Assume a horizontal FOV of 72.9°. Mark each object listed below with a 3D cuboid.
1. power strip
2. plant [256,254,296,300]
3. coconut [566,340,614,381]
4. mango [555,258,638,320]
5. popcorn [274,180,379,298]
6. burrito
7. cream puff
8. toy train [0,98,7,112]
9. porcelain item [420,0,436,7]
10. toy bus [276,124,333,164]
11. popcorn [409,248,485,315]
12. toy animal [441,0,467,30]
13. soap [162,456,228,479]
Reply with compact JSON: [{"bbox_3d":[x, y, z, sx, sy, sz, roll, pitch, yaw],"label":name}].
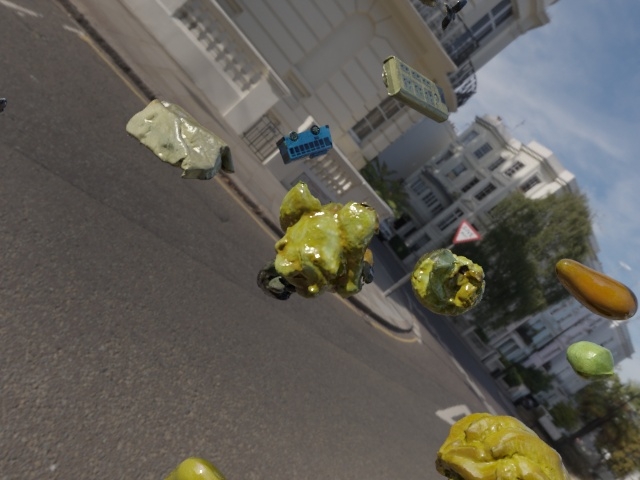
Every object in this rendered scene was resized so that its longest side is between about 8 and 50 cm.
[{"bbox_3d":[0.234,-0.341,1.010,0.268,0.034,0.092,6,71,-46],"label":"power strip"},{"bbox_3d":[-0.130,0.121,1.480,0.149,0.146,0.274,38,-16,-9],"label":"plant"},{"bbox_3d":[0.589,0.264,0.942,0.088,0.088,0.096,45,-4,-29],"label":"coconut"},{"bbox_3d":[0.593,0.107,0.946,0.184,0.085,0.102,33,5,12],"label":"mango"},{"bbox_3d":[-0.008,0.000,1.203,0.325,0.290,0.321,54,-11,-26],"label":"popcorn"},{"bbox_3d":[-0.414,-0.307,1.320,0.332,0.135,0.190,36,28,25],"label":"burrito"},{"bbox_3d":[0.420,0.602,1.050,0.291,0.257,0.324,-157,-115,-68],"label":"cream puff"},{"bbox_3d":[-0.407,-0.160,0.525,0.017,0.083,0.017,-35,122,-56],"label":"toy train"},{"bbox_3d":[0.172,-0.598,0.989,0.216,0.081,0.069,18,-17,6],"label":"porcelain item"},{"bbox_3d":[-0.050,-0.338,1.530,0.090,0.185,0.106,-12,-81,68],"label":"toy bus"},{"bbox_3d":[0.389,0.131,1.333,0.221,0.204,0.183,9,12,-9],"label":"popcorn"},{"bbox_3d":[0.319,-0.565,1.066,0.050,0.084,0.028,35,17,-12],"label":"toy animal"},{"bbox_3d":[-0.133,0.283,0.458,0.089,0.140,0.045,49,32,14],"label":"soap"}]
